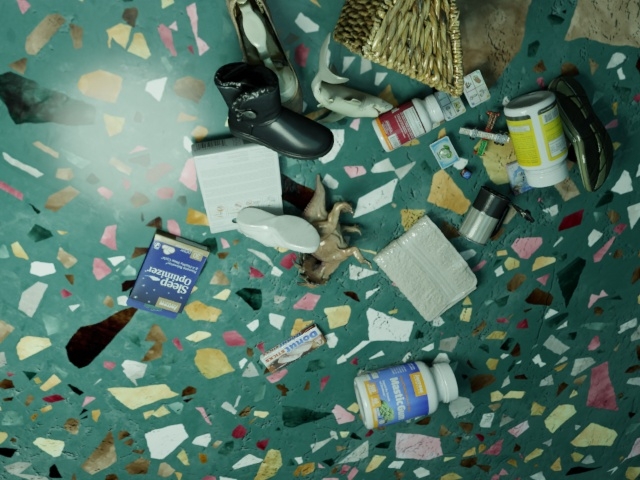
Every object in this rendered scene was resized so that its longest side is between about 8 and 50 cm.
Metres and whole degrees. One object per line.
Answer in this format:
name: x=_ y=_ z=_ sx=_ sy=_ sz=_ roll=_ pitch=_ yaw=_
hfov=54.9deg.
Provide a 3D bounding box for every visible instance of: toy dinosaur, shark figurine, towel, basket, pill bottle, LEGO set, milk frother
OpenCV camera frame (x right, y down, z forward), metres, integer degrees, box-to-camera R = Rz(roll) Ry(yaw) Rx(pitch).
toy dinosaur: x=0.000 y=0.000 z=1.503 sx=0.200 sy=0.127 sz=0.296 roll=-18 pitch=113 yaw=5
shark figurine: x=0.029 y=-0.342 z=1.334 sx=0.166 sy=0.116 sz=0.278 roll=-8 pitch=167 yaw=28
towel: x=0.288 y=0.083 z=1.644 sx=0.187 sy=0.049 sz=0.282 roll=-40 pitch=117 yaw=8
basket: x=0.182 y=-0.442 z=1.219 sx=0.223 sy=0.299 sz=0.214 roll=17 pitch=110 yaw=-17
pill bottle: x=0.242 y=0.429 z=1.746 sx=0.272 sy=0.152 sz=0.152 roll=-13 pitch=118 yaw=-6
LEGO set: x=0.346 y=-0.271 z=1.496 sx=0.182 sy=0.060 sz=0.244 roll=-28 pitch=117 yaw=15
milk frother: x=0.446 y=-0.045 z=1.561 sx=0.129 sy=0.143 sz=0.135 roll=15 pitch=110 yaw=-27
pill bottle: x=0.525 y=-0.242 z=1.484 sx=0.119 sy=0.119 sz=0.209 roll=-23 pitch=112 yaw=-1
pill bottle: x=0.202 y=-0.273 z=1.416 sx=0.152 sy=0.086 sz=0.086 roll=-26 pitch=119 yaw=11

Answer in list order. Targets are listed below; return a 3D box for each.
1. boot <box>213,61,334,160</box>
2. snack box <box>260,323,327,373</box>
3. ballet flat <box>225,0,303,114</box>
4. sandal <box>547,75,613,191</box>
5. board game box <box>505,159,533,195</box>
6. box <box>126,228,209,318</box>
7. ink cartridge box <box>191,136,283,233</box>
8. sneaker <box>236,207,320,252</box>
boot: x=-0.090 y=-0.262 z=1.264 sx=0.246 sy=0.207 sz=0.094 roll=16 pitch=73 yaw=4
snack box: x=-0.074 y=0.297 z=1.685 sx=0.178 sy=0.022 sz=0.064 roll=-31 pitch=117 yaw=4
ballet flat: x=-0.117 y=-0.379 z=1.293 sx=0.107 sy=0.106 sz=0.316 roll=-25 pitch=119 yaw=1
sandal: x=0.637 y=-0.265 z=1.532 sx=0.120 sy=0.086 sz=0.303 roll=-33 pitch=103 yaw=-24
board game box: x=0.529 y=-0.171 z=1.586 sx=0.090 sy=0.020 sz=0.090 roll=-23 pitch=117 yaw=0
box: x=-0.378 y=0.094 z=1.512 sx=0.136 sy=0.036 sz=0.225 roll=20 pitch=111 yaw=-21
ink cartridge box: x=-0.189 y=-0.134 z=1.443 sx=0.189 sy=0.066 sz=0.232 roll=-11 pitch=139 yaw=-7
sneaker: x=-0.094 y=-0.011 z=1.458 sx=0.212 sy=0.080 sz=0.094 roll=20 pitch=146 yaw=19
